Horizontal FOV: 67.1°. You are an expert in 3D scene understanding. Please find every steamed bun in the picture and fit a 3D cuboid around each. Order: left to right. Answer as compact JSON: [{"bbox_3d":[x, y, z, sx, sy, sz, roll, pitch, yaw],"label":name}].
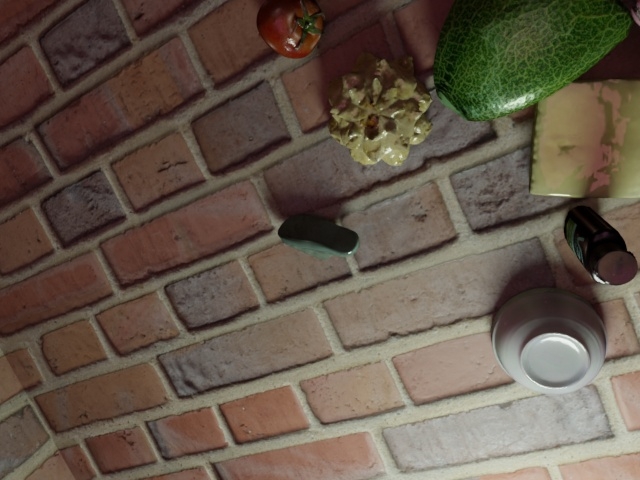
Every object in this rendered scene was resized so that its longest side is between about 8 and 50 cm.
[{"bbox_3d":[0.138,-0.334,1.219,0.292,0.137,0.295,39,115,7],"label":"steamed bun"}]

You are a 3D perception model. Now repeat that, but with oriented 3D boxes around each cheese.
[{"bbox_3d":[0.617,-0.232,1.109,0.243,0.124,0.265,4,106,19],"label":"cheese"}]

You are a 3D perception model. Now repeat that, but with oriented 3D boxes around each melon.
[{"bbox_3d":[0.421,-0.429,1.072,0.331,0.226,0.343,39,102,0],"label":"melon"}]

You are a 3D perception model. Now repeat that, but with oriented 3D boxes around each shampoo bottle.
[{"bbox_3d":[0.610,0.013,1.070,0.084,0.323,0.129,-2,106,18],"label":"shampoo bottle"}]

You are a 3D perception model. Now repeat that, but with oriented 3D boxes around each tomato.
[{"bbox_3d":[-0.082,-0.543,1.220,0.168,0.167,0.167,5,107,16],"label":"tomato"}]

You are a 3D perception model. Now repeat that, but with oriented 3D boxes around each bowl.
[{"bbox_3d":[0.594,0.278,1.250,0.287,0.144,0.286,4,106,16],"label":"bowl"}]

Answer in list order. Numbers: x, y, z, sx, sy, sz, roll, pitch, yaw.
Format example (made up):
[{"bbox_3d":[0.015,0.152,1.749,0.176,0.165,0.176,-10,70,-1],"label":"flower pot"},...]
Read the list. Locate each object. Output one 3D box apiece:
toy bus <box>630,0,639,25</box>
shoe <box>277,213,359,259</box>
[{"bbox_3d":[0.699,-0.474,0.970,0.090,0.203,0.063,-35,81,49],"label":"toy bus"},{"bbox_3d":[0.000,0.000,1.384,0.251,0.103,0.100,14,153,26],"label":"shoe"}]
